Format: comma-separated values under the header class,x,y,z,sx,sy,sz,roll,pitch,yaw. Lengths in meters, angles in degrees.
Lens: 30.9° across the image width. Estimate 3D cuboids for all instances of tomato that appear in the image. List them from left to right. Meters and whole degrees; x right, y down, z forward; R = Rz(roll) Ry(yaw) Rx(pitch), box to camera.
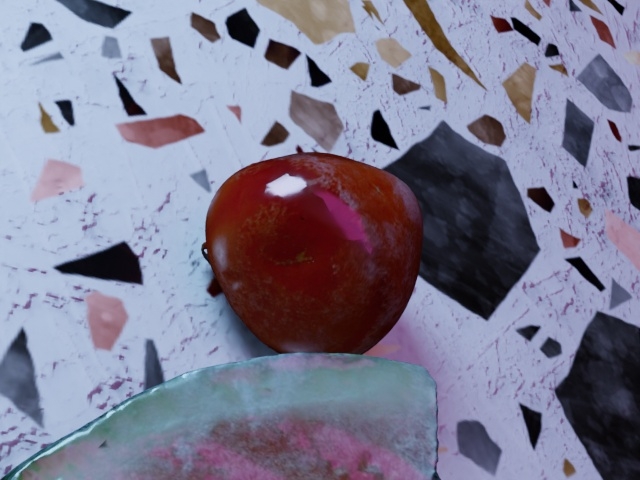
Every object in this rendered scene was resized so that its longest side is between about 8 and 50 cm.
class,x,y,z,sx,sy,sz,roll,pitch,yaw
tomato,0.000,0.000,0.918,0.187,0.151,0.187,22,44,-23

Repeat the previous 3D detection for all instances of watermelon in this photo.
class,x,y,z,sx,sy,sz,roll,pitch,yaw
watermelon,-0.037,0.216,0.658,0.387,0.228,0.258,-8,57,-37
